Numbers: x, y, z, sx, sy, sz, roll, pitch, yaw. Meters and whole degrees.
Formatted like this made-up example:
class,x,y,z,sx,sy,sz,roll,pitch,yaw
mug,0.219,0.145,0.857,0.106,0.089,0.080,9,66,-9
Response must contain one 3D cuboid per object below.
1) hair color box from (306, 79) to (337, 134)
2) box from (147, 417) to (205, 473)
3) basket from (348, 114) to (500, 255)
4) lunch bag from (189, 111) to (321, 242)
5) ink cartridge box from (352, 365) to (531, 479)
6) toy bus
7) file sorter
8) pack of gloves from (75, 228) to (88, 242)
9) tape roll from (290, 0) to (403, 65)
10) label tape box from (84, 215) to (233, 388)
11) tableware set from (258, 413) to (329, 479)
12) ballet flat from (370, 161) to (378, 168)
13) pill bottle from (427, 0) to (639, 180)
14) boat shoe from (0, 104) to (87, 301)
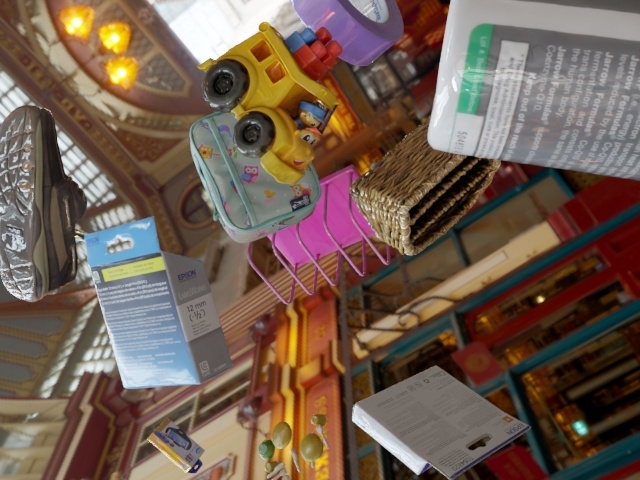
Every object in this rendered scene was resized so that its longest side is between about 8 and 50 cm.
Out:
class,x,y,z,sx,sy,sz,roll,pitch,yaw
hair color box,-0.030,-0.262,1.232,0.043,0.072,0.141,19,167,37
box,-0.327,0.478,1.560,0.136,0.028,0.081,38,-165,3
basket,0.256,-0.104,1.446,0.213,0.299,0.223,56,164,-29
lunch bag,-0.139,-0.141,1.389,0.279,0.224,0.108,64,161,10
ink cartridge box,0.210,0.322,1.178,0.223,0.045,0.224,-14,-150,-37
toy bus,-0.048,-0.228,1.051,0.220,0.211,0.149,59,-168,16
file sorter,0.000,0.000,1.600,0.202,0.291,0.182,52,-153,-33
pack of gloves,-0.647,-0.012,1.626,0.232,0.046,0.195,15,-178,24
tape roll,0.051,-0.506,1.417,0.275,0.090,0.274,29,-135,-33
label tape box,-0.348,0.129,1.425,0.115,0.249,0.347,-18,-85,-53
tableware set,-0.046,0.361,1.186,0.024,0.154,0.104,26,-152,-46
ballet flat,0.158,-0.174,1.774,0.041,0.041,0.114,65,-172,30
pill bottle,0.300,-0.164,0.668,0.204,0.361,0.204,10,-90,-81
boat shoe,-0.508,-0.069,1.230,0.132,0.355,0.130,17,-162,28
